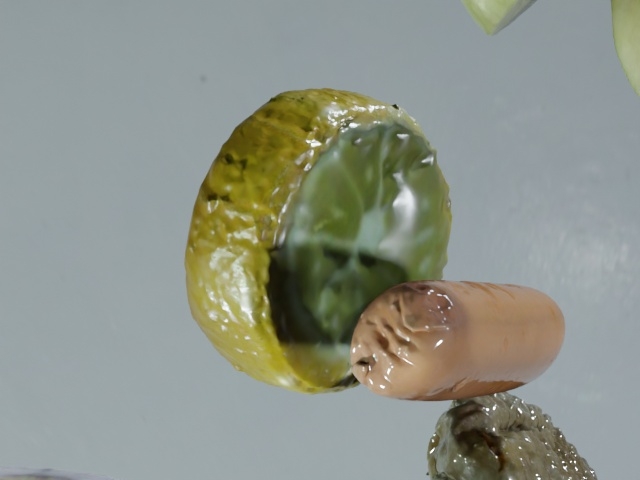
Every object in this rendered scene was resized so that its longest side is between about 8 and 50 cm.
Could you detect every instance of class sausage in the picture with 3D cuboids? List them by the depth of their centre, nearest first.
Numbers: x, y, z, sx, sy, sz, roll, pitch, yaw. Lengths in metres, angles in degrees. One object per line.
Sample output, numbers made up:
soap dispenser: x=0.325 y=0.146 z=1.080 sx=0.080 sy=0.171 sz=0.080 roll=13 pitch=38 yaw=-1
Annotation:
sausage: x=0.103 y=0.071 z=1.327 sx=0.086 sy=0.289 sz=0.086 roll=0 pitch=89 yaw=23

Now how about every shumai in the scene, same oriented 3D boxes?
shumai: x=0.129 y=0.222 z=1.504 sx=0.175 sy=0.206 sz=0.166 roll=-43 pitch=71 yaw=12

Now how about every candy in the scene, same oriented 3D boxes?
candy: x=0.000 y=0.000 z=1.529 sx=0.118 sy=0.260 sz=0.260 roll=13 pitch=71 yaw=40

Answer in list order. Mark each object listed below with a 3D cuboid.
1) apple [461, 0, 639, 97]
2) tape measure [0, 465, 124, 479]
apple: x=0.217 y=-0.223 z=1.146 sx=0.292 sy=0.254 sz=0.292 roll=6 pitch=66 yaw=-15
tape measure: x=-0.107 y=0.140 z=0.622 sx=0.197 sy=0.236 sz=0.120 roll=-1 pitch=102 yaw=-17
